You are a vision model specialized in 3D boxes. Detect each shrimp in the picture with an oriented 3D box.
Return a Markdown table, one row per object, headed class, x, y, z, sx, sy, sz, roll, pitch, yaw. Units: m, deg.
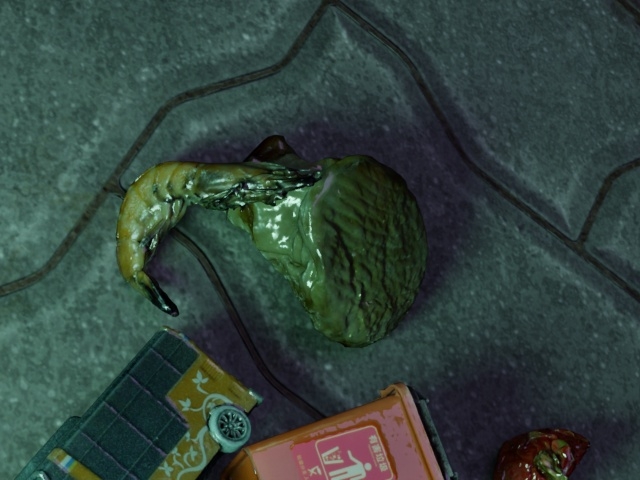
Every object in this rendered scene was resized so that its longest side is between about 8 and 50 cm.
| class | x | y | z | sx | sy | sz | roll | pitch | yaw |
| --- | --- | --- | --- | --- | --- | --- | --- | --- | --- |
| shrimp | -0.124 | -0.005 | 1.972 | 0.051 | 0.262 | 0.198 | 45 | 45 | -61 |

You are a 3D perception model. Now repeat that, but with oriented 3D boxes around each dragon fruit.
| class | x | y | z | sx | sy | sz | roll | pitch | yaw |
| --- | --- | --- | --- | --- | --- | --- | --- | --- | --- |
| dragon fruit | 0.276 | 0.274 | 2.108 | 0.083 | 0.106 | 0.162 | 45 | 53 | 0 |

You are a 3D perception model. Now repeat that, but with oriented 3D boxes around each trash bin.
| class | x | y | z | sx | sy | sz | roll | pitch | yaw |
| --- | --- | --- | --- | --- | --- | --- | --- | --- | --- |
| trash bin | 0.014 | 0.277 | 1.919 | 0.238 | 0.184 | 0.161 | -13 | 71 | -24 |

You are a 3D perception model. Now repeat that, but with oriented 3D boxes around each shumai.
| class | x | y | z | sx | sy | sz | roll | pitch | yaw |
| --- | --- | --- | --- | --- | --- | --- | --- | --- | --- |
| shumai | 0.000 | 0.000 | 2.100 | 0.222 | 0.203 | 0.272 | -36 | 119 | -40 |

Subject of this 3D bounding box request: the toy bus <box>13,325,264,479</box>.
| class | x | y | z | sx | sy | sz | roll | pitch | yaw |
| --- | --- | --- | --- | --- | --- | --- | --- | --- | --- |
| toy bus | -0.205 | 0.239 | 1.818 | 0.167 | 0.138 | 0.275 | 41 | 49 | -3 |
